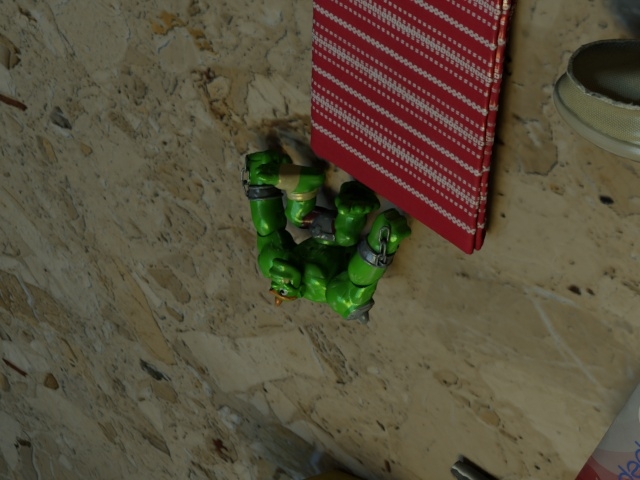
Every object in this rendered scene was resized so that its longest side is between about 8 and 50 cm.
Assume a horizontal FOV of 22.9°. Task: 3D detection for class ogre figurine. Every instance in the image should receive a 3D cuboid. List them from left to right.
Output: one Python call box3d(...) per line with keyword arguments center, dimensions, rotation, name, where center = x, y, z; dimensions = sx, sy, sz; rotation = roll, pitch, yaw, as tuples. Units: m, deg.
box3d(center=(0.000, 0.000, 1.412), dimensions=(0.197, 0.097, 0.118), rotation=(15, 115, 24), name="ogre figurine")

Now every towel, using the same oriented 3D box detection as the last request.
box3d(center=(0.068, -0.135, 1.252), dimensions=(0.199, 0.031, 0.275), rotation=(35, 141, 31), name="towel")

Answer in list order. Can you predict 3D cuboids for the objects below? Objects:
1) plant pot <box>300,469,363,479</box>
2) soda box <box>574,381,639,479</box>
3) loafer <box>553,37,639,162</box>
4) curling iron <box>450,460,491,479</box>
box3d(center=(0.017, 0.362, 1.632), dimensions=(0.212, 0.187, 0.212), rotation=(16, 131, 45), name="plant pot")
box3d(center=(0.274, 0.137, 1.181), dimensions=(0.083, 0.092, 0.263), rotation=(41, 145, 18), name="soda box")
box3d(center=(0.267, -0.098, 0.975), dimensions=(0.268, 0.102, 0.092), rotation=(12, 129, 34), name="loafer")
box3d(center=(0.222, 0.295, 1.448), dimensions=(0.274, 0.035, 0.068), rotation=(38, 144, 23), name="curling iron")
